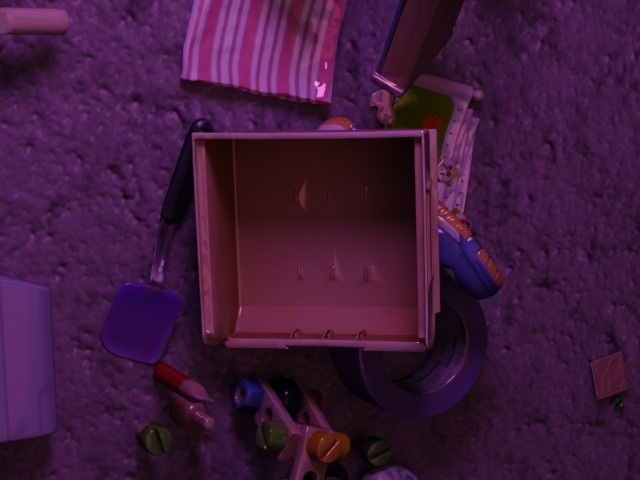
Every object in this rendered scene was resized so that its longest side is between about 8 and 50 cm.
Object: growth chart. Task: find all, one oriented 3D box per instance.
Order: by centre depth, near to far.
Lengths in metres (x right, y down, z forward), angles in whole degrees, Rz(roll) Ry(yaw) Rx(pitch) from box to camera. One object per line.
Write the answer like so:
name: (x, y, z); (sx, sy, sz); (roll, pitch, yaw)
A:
growth chart: (0.133, -0.100, 1.798); (0.171, 0.021, 0.237); (2, 96, -26)

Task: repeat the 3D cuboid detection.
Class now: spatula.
spatula: (-0.182, -0.002, 1.646); (0.084, 0.030, 0.297); (17, 90, -25)

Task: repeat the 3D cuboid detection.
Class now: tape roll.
tape roll: (0.113, 0.127, 1.787); (0.189, 0.080, 0.189); (-4, 99, -27)

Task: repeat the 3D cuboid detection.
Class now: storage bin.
storage bin: (0.000, 0.000, 1.612); (0.262, 0.123, 0.261); (0, 99, 12)

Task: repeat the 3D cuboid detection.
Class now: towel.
towel: (-0.065, -0.245, 1.671); (0.197, 0.029, 0.144); (8, 93, -27)

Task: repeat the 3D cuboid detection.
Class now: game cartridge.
game cartridge: (-0.436, 0.134, 1.526); (0.297, 0.062, 0.198); (-6, 104, -26)

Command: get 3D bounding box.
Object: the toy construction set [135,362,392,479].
toy construction set: (-0.056, 0.275, 1.633); (0.309, 0.237, 0.257); (44, 77, -25)

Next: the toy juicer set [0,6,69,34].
toy juicer set: (-0.318, -0.345, 1.508); (0.209, 0.089, 0.329); (22, 86, -46)

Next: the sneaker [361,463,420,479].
sneaker: (0.083, 0.406, 1.811); (0.086, 0.085, 0.237); (5, 98, -35)

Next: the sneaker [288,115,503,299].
sneaker: (0.085, -0.013, 1.716); (0.296, 0.112, 0.131); (42, 87, 2)

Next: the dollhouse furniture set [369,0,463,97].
dollhouse furniture set: (0.048, -0.376, 1.678); (0.303, 0.198, 0.286); (33, 54, 9)

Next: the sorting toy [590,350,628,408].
sorting toy: (0.409, 0.204, 1.985); (0.062, 0.012, 0.083); (-17, 101, -29)
